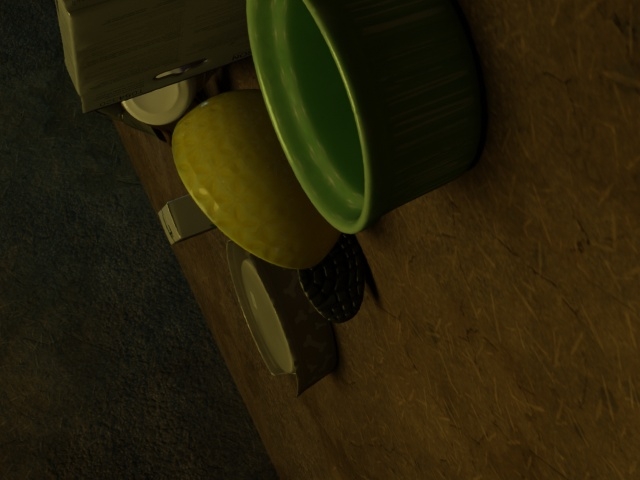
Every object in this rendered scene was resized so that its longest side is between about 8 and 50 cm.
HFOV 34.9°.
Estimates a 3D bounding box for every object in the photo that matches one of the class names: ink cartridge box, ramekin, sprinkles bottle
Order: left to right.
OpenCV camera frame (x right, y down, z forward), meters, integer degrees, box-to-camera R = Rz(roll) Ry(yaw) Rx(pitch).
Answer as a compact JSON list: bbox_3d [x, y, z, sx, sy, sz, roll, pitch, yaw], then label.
[{"bbox_3d":[-0.251,-0.300,1.761,0.355,0.121,0.121,-80,-24,-69],"label":"sprinkles bottle"},{"bbox_3d":[-0.202,-0.315,1.431,0.071,0.324,0.330,66,164,8],"label":"ink cartridge box"},{"bbox_3d":[-0.282,-0.064,2.374,0.219,0.160,0.093,162,86,-76],"label":"ink cartridge box"},{"bbox_3d":[0.046,-0.173,1.106,0.303,0.148,0.303,59,162,33],"label":"ramekin"}]

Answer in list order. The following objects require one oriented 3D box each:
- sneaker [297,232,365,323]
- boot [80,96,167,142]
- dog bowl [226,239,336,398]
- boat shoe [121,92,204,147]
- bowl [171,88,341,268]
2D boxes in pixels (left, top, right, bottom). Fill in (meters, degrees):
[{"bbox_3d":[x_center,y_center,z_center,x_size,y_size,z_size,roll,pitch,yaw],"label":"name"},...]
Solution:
[{"bbox_3d":[0.000,0.000,1.652,0.124,0.107,0.283,68,180,-78],"label":"sneaker"},{"bbox_3d":[-0.399,-0.268,2.167,0.208,0.189,0.076,38,105,56],"label":"boot"},{"bbox_3d":[-0.077,0.141,2.055,0.349,0.102,0.349,159,90,-75],"label":"dog bowl"},{"bbox_3d":[-0.272,-0.265,2.036,0.342,0.123,0.123,33,-124,-57],"label":"boat shoe"},{"bbox_3d":[-0.050,-0.120,1.438,0.156,0.289,0.289,-43,61,29],"label":"bowl"}]
